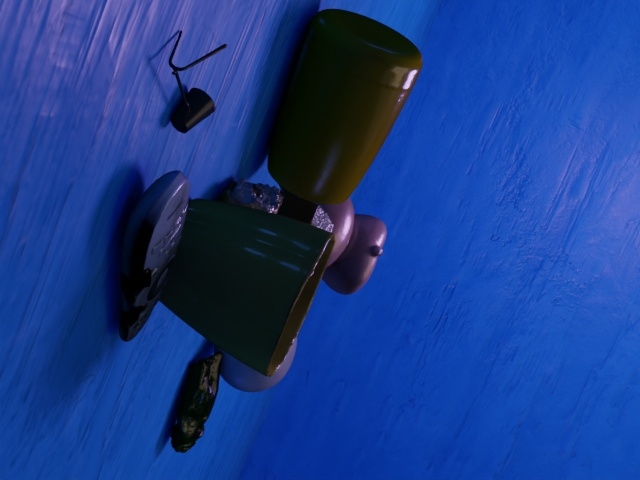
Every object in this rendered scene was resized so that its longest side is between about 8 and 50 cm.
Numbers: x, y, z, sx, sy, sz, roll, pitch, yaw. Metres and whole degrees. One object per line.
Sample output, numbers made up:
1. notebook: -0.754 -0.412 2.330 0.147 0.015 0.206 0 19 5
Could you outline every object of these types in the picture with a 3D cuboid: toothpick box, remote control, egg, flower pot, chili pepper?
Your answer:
1. toothpick box: 0.024 -0.189 1.270 0.271 0.175 0.175 -66 175 28
2. remote control: -0.179 0.022 0.878 0.097 0.045 0.256 -59 174 -43
3. egg: -0.119 0.192 1.601 0.209 0.151 0.151 -70 180 -54
4. flower pot: -0.098 0.043 1.027 0.195 0.179 0.195 25 90 -83
5. chili pepper: -0.221 0.290 1.520 0.098 0.061 0.224 -43 159 -60

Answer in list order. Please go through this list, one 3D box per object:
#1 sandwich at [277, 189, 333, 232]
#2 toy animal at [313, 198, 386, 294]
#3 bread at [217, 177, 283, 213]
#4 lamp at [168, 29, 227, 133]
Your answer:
1. sandwich: -0.082 0.032 1.431 0.122 0.128 0.236 64 49 -73
2. toy animal: 0.015 0.000 1.696 0.229 0.221 0.210 102 9 -68
3. bread: -0.108 -0.030 1.169 0.106 0.082 0.125 -57 -173 13
4. lamp: -0.123 -0.140 0.791 0.054 0.041 0.121 -53 173 -28
